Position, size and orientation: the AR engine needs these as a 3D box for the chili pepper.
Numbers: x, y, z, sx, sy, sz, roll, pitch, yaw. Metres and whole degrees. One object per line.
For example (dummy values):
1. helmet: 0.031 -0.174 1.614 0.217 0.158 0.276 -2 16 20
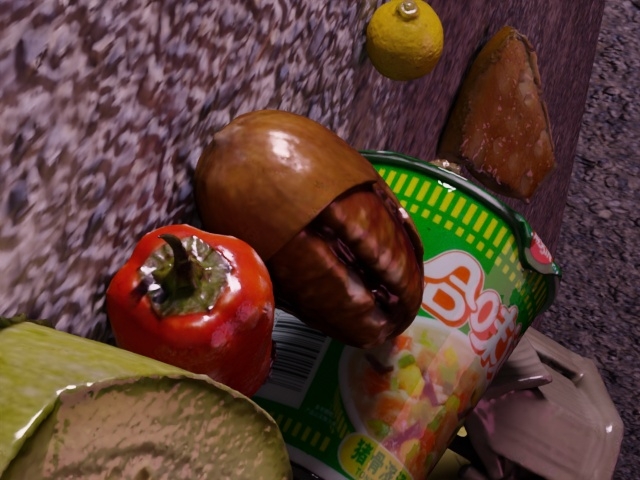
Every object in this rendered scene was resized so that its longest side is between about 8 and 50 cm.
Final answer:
1. chili pepper: -0.068 0.036 0.707 0.192 0.084 0.086 83 22 -65

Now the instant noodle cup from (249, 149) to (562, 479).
1. instant noodle cup: 0.035 0.085 0.953 0.232 0.207 0.207 -58 159 -25

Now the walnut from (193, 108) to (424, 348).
1. walnut: 0.000 0.000 0.805 0.207 0.116 0.115 49 54 -43

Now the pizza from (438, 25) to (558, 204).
1. pizza: 0.188 -0.118 1.526 0.204 0.081 0.188 -49 129 -38

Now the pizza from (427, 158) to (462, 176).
1. pizza: 0.056 0.091 1.206 0.223 0.089 0.323 -42 145 -68

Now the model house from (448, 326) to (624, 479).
1. model house: 0.161 0.140 1.120 0.122 0.188 0.229 -46 -162 17

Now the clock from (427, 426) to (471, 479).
1. clock: 0.069 0.263 1.204 0.202 0.096 0.143 -30 163 -21

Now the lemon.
1. lemon: 0.066 -0.159 1.044 0.083 0.062 0.062 92 18 -63

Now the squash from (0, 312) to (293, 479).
1. squash: -0.119 0.148 0.576 0.220 0.133 0.220 -51 151 -43
